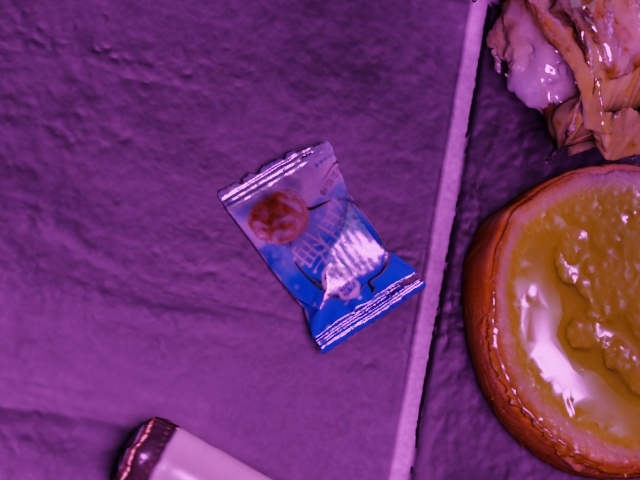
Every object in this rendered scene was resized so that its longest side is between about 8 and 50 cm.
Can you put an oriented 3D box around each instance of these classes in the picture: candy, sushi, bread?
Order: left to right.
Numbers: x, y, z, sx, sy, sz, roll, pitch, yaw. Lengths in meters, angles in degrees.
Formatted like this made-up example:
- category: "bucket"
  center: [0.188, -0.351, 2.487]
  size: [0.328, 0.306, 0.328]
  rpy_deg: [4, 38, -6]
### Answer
- category: "candy"
  center: [0.001, 0.000, 1.237]
  size: [0.088, 0.038, 0.136]
  rpy_deg: [-33, 83, -4]
- category: "sushi"
  center: [0.180, -0.197, 1.278]
  size: [0.139, 0.131, 0.291]
  rpy_deg: [-11, 76, -39]
- category: "bread"
  center: [0.212, 0.059, 1.263]
  size: [0.236, 0.070, 0.236]
  rpy_deg: [3, 78, -15]

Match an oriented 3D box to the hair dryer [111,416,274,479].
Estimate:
- category: "hair dryer"
  center: [0.008, 0.217, 1.167]
  size: [0.362, 0.128, 0.203]
  rpy_deg: [29, 76, 0]
